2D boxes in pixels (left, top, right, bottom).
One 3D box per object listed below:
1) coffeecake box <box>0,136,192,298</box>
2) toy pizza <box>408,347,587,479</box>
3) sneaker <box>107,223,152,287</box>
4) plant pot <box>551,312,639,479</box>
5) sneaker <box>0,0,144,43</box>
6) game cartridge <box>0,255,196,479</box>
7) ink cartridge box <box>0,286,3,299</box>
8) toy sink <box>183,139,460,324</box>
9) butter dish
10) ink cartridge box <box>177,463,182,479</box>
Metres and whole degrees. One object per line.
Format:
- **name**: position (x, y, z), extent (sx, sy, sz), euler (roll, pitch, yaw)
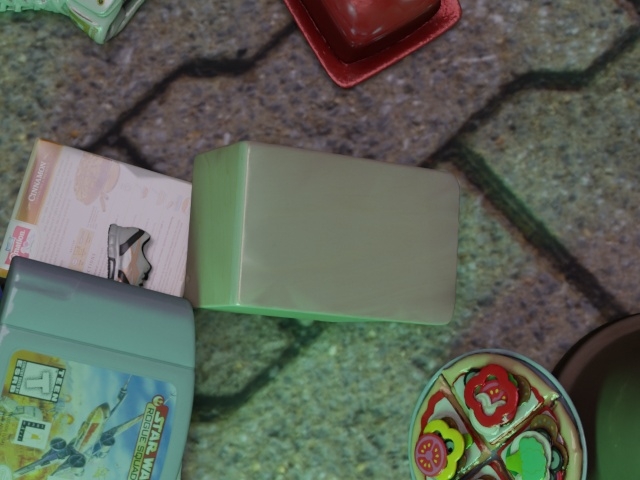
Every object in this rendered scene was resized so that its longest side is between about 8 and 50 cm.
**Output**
- **coffeecake box**: position (-0.210, -0.006, 1.376), extent (0.186, 0.068, 0.142), euler (17, 85, 0)
- **toy pizza**: position (0.161, 0.204, 1.323), extent (0.201, 0.032, 0.201), euler (-4, 84, 39)
- **sneaker**: position (-0.182, 0.039, 1.318), extent (0.044, 0.040, 0.109), euler (2, 90, -9)
- **plant pot**: position (0.352, 0.189, 1.294), extent (0.263, 0.229, 0.263), euler (0, 84, -3)
- **sneaker**: position (-0.286, -0.255, 1.385), extent (0.292, 0.108, 0.169), euler (-34, 82, -7)
- **game cartridge**: position (-0.224, 0.179, 1.265), extent (0.198, 0.062, 0.297), euler (15, 88, -16)
- **ink cartridge box**: position (-0.440, 0.158, 1.325), extent (0.307, 0.072, 0.303), euler (-20, 72, -1)
- **toy sink**: position (0.000, 0.000, 1.336), extent (0.234, 0.131, 0.152), euler (6, 83, -28)
- **butter dish**: position (0.050, -0.258, 1.386), extent (0.160, 0.118, 0.160), euler (-31, 91, -5)
- **ink cartridge box**: position (-0.276, 0.305, 1.343), extent (0.275, 0.060, 0.238), euler (5, 71, -1)
